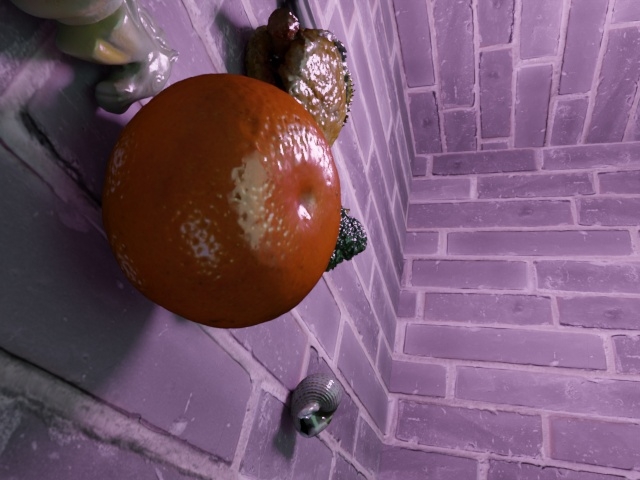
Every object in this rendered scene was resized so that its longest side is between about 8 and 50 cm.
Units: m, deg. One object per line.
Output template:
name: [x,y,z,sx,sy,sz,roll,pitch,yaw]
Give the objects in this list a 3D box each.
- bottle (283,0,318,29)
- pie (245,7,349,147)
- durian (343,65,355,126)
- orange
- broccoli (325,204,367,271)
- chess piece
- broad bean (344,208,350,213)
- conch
bottle: [-0.043,-0.607,1.464,0.079,0.096,0.254,-35,111,-41]
pie: [-0.067,-0.367,1.318,0.395,0.180,0.419,-13,113,-59]
durian: [0.018,-0.539,1.699,0.169,0.158,0.352,-47,147,-11]
orange: [-0.158,-0.063,0.813,0.423,0.325,0.425,-9,101,-57]
broccoli: [0.000,0.000,1.452,0.269,0.268,0.254,65,36,-50]
chess piece: [-0.305,-0.306,0.702,0.298,0.175,0.176,76,20,-68]
broad bean: [0.065,-0.117,1.863,0.052,0.052,0.256,54,13,14]
conch: [-0.029,0.491,1.477,0.199,0.131,0.173,-2,121,-44]
